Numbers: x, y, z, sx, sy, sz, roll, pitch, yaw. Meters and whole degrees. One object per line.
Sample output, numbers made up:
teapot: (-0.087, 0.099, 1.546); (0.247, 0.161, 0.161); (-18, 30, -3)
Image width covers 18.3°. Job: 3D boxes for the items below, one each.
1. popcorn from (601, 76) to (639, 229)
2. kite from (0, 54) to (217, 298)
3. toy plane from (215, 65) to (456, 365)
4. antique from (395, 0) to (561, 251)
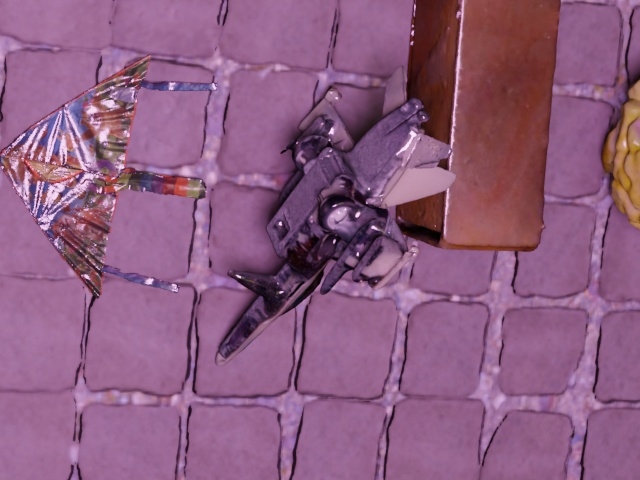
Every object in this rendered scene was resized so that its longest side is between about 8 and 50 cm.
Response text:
popcorn: (0.284, -0.068, 1.541); (0.126, 0.126, 0.145); (-16, 99, -10)
kite: (-0.156, -0.048, 1.439); (0.160, 0.010, 0.183); (10, 95, -22)
toy plane: (-0.008, -0.004, 1.435); (0.262, 0.192, 0.088); (-44, 131, 17)
antique: (0.122, -0.151, 1.480); (0.087, 0.093, 0.310); (1, 99, -20)
